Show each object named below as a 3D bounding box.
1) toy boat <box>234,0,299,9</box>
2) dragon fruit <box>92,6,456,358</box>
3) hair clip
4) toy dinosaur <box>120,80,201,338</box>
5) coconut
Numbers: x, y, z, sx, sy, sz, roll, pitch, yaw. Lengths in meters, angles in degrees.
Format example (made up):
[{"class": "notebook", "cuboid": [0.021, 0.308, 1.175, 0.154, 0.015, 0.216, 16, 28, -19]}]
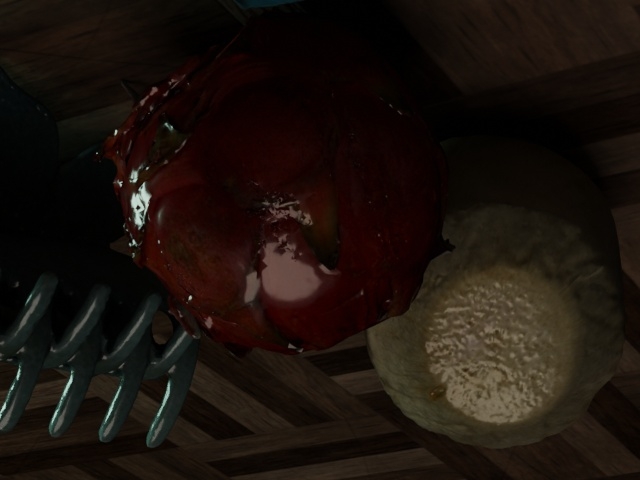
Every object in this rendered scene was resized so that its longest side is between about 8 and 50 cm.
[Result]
[{"class": "toy boat", "cuboid": [-0.011, -0.251, 1.500, 0.185, 0.077, 0.075, -7, 152, 38]}, {"class": "dragon fruit", "cuboid": [-0.035, -0.049, 1.596, 0.295, 0.295, 0.302, -19, 105, 36]}, {"class": "hair clip", "cuboid": [-0.283, 0.057, 1.776, 0.318, 0.238, 0.392, 14, 114, -40]}, {"class": "toy dinosaur", "cuboid": [-0.142, -0.043, 1.730, 0.242, 0.167, 0.053, 52, 147, -3]}, {"class": "coconut", "cuboid": [0.170, 0.042, 1.809, 0.328, 0.329, 0.329, 3, 152, 2]}]
